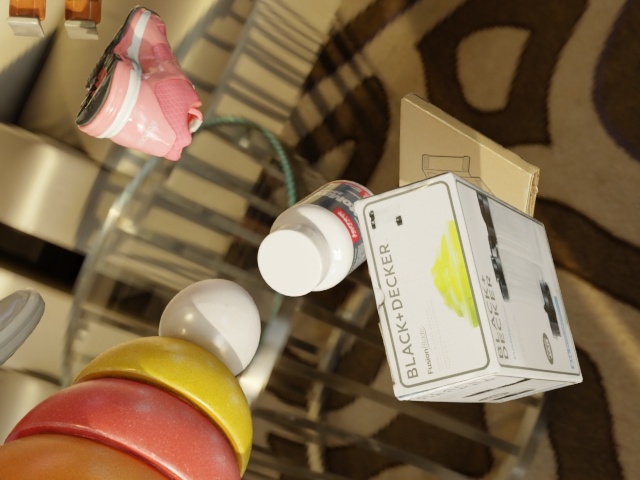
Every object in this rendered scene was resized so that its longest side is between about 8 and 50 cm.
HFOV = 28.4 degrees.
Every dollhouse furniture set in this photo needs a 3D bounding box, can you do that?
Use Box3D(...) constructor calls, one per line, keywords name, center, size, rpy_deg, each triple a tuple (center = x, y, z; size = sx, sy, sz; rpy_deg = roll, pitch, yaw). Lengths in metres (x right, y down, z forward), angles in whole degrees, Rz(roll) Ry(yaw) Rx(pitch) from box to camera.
Box3D(name="dollhouse furniture set", center=(-0.413, -0.412, 1.754), size=(0.135, 0.259, 0.262), rpy_deg=(144, 128, -82))

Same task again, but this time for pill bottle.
Box3D(name="pill bottle", center=(0.000, 0.000, 1.519), size=(0.108, 0.108, 0.180), rpy_deg=(-41, -1, 29))

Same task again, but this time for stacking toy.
Box3D(name="stacking toy", center=(-0.179, 0.226, 1.360), size=(0.351, 0.350, 0.480), rpy_deg=(-23, 27, 43))

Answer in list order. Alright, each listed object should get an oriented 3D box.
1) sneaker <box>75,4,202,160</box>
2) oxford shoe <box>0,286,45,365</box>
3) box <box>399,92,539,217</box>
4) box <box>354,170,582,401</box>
Box3D(name="sneaker", center=(-0.208, -0.179, 1.541), size=(0.116, 0.136, 0.314), rpy_deg=(-52, 19, 22))
Box3D(name="oxford shoe", center=(-0.486, 0.161, 1.438), size=(0.169, 0.130, 0.449), rpy_deg=(-32, 7, 45))
Box3D(name="box", center=(0.176, -0.071, 1.544), size=(0.021, 0.164, 0.201), rpy_deg=(-36, 55, -29))
Box3D(name="box", center=(0.138, 0.053, 1.108), size=(0.087, 0.290, 0.169), rpy_deg=(-17, 75, 22))
